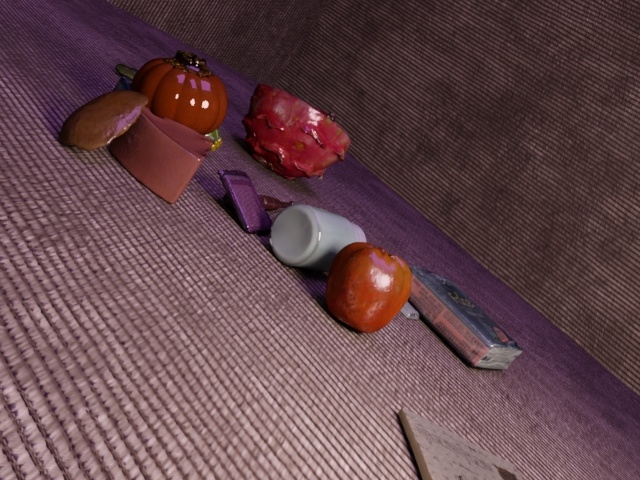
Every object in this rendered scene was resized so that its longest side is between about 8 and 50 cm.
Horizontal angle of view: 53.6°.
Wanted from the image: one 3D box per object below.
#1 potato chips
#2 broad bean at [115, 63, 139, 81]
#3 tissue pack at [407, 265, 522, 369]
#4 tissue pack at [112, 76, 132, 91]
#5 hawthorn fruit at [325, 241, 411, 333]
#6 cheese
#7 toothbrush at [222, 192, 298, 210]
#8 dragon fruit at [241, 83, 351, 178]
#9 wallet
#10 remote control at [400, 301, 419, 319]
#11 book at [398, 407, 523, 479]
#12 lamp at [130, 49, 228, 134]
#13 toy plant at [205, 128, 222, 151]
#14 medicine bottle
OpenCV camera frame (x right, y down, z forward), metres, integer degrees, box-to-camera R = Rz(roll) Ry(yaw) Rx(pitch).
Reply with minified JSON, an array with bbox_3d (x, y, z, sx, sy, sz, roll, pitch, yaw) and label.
[{"bbox_3d":[-0.426,-0.247,1.234,0.150,0.049,0.201,15,42,24],"label":"potato chips"},{"bbox_3d":[-0.494,-0.438,1.879,0.292,0.049,0.144,46,18,33],"label":"broad bean"},{"bbox_3d":[0.369,0.211,1.700,0.228,0.103,0.315,20,22,-52],"label":"tissue pack"},{"bbox_3d":[-0.465,-0.332,1.545,0.079,0.085,0.111,26,16,-37],"label":"tissue pack"},{"bbox_3d":[0.097,0.097,1.300,0.189,0.189,0.189,34,15,-10],"label":"hawthorn fruit"},{"bbox_3d":[-0.334,-0.195,1.321,0.177,0.128,0.203,33,16,-14],"label":"cheese"},{"bbox_3d":[-0.142,-0.095,1.626,0.041,0.040,0.364,41,15,18],"label":"toothbrush"},{"bbox_3d":[-0.096,-0.335,2.103,0.386,0.248,0.371,33,-1,-28],"label":"dragon fruit"},{"bbox_3d":[-0.169,-0.089,1.457,0.165,0.030,0.111,62,21,12],"label":"wallet"},{"bbox_3d":[0.195,0.144,1.662,0.162,0.029,0.061,46,19,32],"label":"remote control"},{"bbox_3d":[0.263,0.420,0.941,0.269,0.032,0.389,30,15,-18],"label":"book"},{"bbox_3d":[-0.320,-0.329,1.449,0.223,0.196,0.223,18,22,-7],"label":"lamp"},{"bbox_3d":[-0.343,-0.309,1.743,0.162,0.092,0.093,40,15,4],"label":"toy plant"},{"bbox_3d":[0.000,0.000,1.447,0.139,0.139,0.225,45,17,30],"label":"medicine bottle"}]
